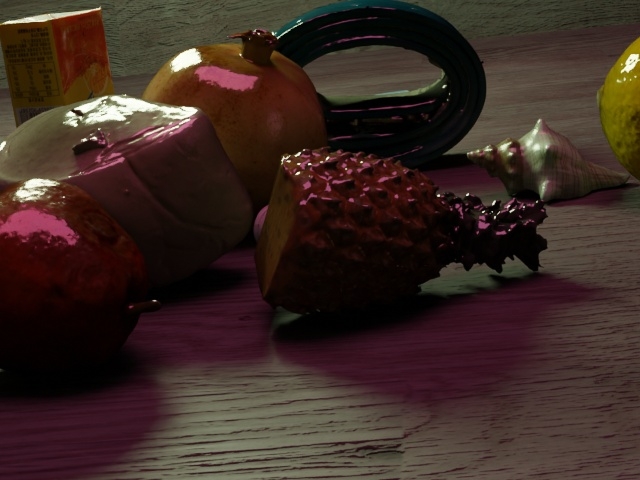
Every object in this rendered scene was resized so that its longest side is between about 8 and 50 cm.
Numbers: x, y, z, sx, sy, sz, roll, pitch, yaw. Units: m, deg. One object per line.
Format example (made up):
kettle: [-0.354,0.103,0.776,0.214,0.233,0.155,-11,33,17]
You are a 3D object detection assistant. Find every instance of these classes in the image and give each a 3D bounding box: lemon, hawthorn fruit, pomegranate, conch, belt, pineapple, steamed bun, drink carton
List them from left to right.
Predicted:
hawthorn fruit: [-0.294,0.049,1.291,0.261,0.224,0.224,18,27,30]
drink carton: [-0.409,-0.192,1.909,0.111,0.351,0.154,0,17,24]
steamed bun: [-0.297,-0.045,1.576,0.384,0.247,0.236,6,40,39]
pomegranate: [-0.129,-0.170,1.778,0.319,0.319,0.319,-6,16,2]
belt: [0.071,-0.274,2.089,0.437,0.300,0.173,-8,16,-2]
pineapple: [0.103,-0.006,1.396,0.362,0.202,0.202,3,13,-16]
conch: [0.345,-0.120,1.797,0.234,0.114,0.137,8,34,26]
lemon: [0.549,-0.192,1.678,0.293,0.293,0.293,-6,16,2]

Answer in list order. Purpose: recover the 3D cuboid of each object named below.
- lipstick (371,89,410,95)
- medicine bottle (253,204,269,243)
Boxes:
lipstick: [0.086,-0.271,2.499,0.274,0.068,0.061,-17,25,-36]
medicine bottle: [0.000,0.000,1.584,0.074,0.073,0.218,-18,21,-35]
